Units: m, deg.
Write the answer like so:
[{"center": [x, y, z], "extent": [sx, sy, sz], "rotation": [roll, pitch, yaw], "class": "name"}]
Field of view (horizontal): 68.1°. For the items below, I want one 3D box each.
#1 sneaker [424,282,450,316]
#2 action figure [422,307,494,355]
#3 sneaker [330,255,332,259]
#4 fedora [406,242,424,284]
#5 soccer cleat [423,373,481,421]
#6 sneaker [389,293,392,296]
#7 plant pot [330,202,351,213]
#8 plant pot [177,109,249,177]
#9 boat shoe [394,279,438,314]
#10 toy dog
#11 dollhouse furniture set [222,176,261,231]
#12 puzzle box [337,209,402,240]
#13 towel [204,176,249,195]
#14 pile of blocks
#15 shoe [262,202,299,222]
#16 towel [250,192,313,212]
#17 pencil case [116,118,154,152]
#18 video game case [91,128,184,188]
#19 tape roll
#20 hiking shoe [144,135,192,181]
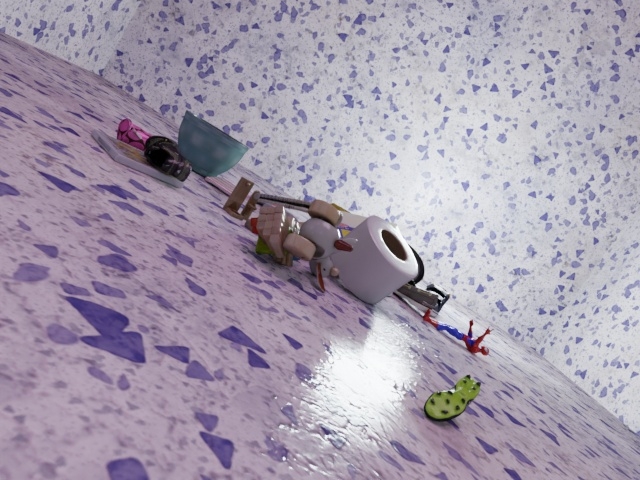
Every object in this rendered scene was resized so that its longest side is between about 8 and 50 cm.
[{"center": [0.530, 0.270, 2.226], "extent": [0.126, 0.128, 0.321], "rotation": [36, 9, 14], "class": "sneaker"}, {"center": [0.555, 0.337, 1.853], "extent": [0.280, 0.139, 0.091], "rotation": [36, 8, 7], "class": "action figure"}, {"center": [0.042, 0.049, 1.713], "extent": [0.153, 0.101, 0.269], "rotation": [31, 13, -21], "class": "sneaker"}, {"center": [0.344, 0.126, 2.210], "extent": [0.275, 0.244, 0.124], "rotation": [38, 36, 6], "class": "fedora"}, {"center": [0.255, 0.320, 0.923], "extent": [0.178, 0.072, 0.060], "rotation": [-8, 37, -46], "class": "soccer cleat"}, {"center": [0.269, 0.119, 1.872], "extent": [0.123, 0.179, 0.295], "rotation": [34, 7, 13], "class": "sneaker"}, {"center": [0.091, -0.053, 2.255], "extent": [0.212, 0.187, 0.212], "rotation": [39, 10, 39], "class": "plant pot"}, {"center": [-0.473, -0.379, 1.972], "extent": [0.293, 0.196, 0.293], "rotation": [32, 6, -4], "class": "plant pot"}, {"center": [0.380, 0.211, 2.041], "extent": [0.109, 0.091, 0.305], "rotation": [28, 3, -42], "class": "boat shoe"}, {"center": [0.027, 0.028, 1.284], "extent": [0.160, 0.220, 0.333], "rotation": [28, 3, 19], "class": "toy dog"}, {"center": [-0.201, -0.102, 1.548], "extent": [0.144, 0.123, 0.151], "rotation": [24, 11, -49], "class": "dollhouse furniture set"}, {"center": [0.185, -0.008, 2.046], "extent": [0.408, 0.052, 0.272], "rotation": [12, 39, -22], "class": "puzzle box"}, {"center": [-0.380, -0.211, 1.937], "extent": [0.144, 0.029, 0.197], "rotation": [33, 10, 3], "class": "towel"}, {"center": [-0.126, 0.000, 1.332], "extent": [0.112, 0.149, 0.362], "rotation": [1, -6, 10], "class": "pile of blocks"}, {"center": [-0.160, -0.106, 2.009], "extent": [0.177, 0.064, 0.081], "rotation": [29, 11, 7], "class": "shoe"}, {"center": [-0.147, -0.175, 2.263], "extent": [0.323, 0.056, 0.312], "rotation": [9, 4, 3], "class": "towel"}, {"center": [-0.576, -0.327, 1.596], "extent": [0.098, 0.095, 0.209], "rotation": [-9, -22, 40], "class": "pencil case"}, {"center": [-0.544, -0.243, 1.416], "extent": [0.206, 0.026, 0.227], "rotation": [38, 9, 38], "class": "video game case"}, {"center": [0.178, 0.062, 1.552], "extent": [0.246, 0.169, 0.246], "rotation": [36, 30, -25], "class": "tape roll"}, {"center": [-0.474, -0.264, 1.406], "extent": [0.227, 0.086, 0.114], "rotation": [38, 6, 34], "class": "hiking shoe"}]
